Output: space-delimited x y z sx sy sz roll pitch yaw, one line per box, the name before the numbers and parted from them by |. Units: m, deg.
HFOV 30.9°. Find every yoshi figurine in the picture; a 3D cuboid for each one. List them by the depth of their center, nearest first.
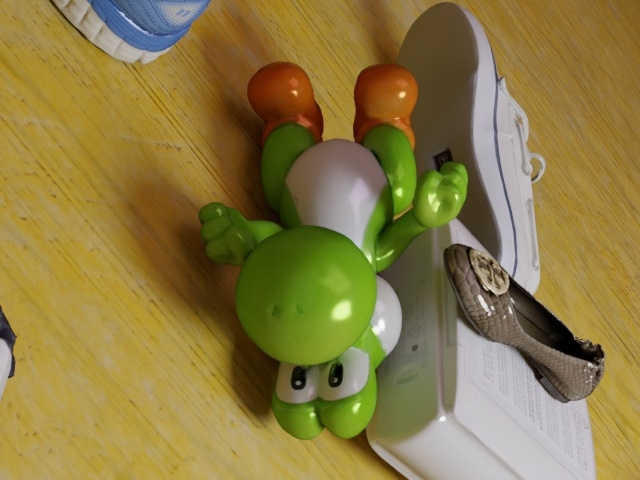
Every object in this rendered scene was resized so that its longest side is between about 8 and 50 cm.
yoshi figurine | 0.006 -0.016 0.985 0.203 0.204 0.362 28 46 -30

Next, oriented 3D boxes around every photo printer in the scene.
photo printer | 0.164 0.150 1.113 0.307 0.107 0.256 42 36 -37

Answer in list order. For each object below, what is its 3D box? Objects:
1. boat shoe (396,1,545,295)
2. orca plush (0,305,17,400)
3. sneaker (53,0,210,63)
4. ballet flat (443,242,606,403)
boat shoe | 0.193 -0.095 1.339 0.156 0.136 0.367 17 55 -47
orca plush | -0.242 0.119 0.619 0.102 0.151 0.287 11 44 -7
sneaker | -0.210 -0.290 0.933 0.330 0.147 0.129 35 40 -33
ballet flat | 0.190 0.073 1.040 0.250 0.058 0.084 42 35 -37
